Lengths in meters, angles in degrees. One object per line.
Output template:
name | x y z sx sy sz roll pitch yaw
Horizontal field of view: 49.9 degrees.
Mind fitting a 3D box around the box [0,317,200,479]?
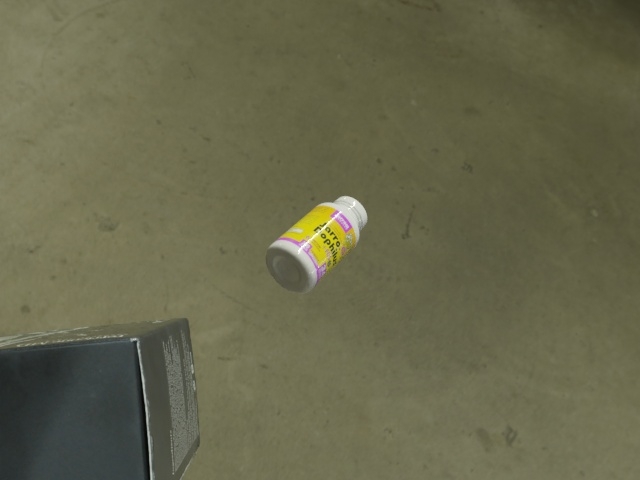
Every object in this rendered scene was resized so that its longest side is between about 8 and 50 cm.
box | -0.485 0.309 1.188 0.480 0.472 0.297 -6 89 -3

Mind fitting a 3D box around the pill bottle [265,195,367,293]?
pill bottle | 0.000 0.000 0.511 0.043 0.043 0.083 37 50 12
